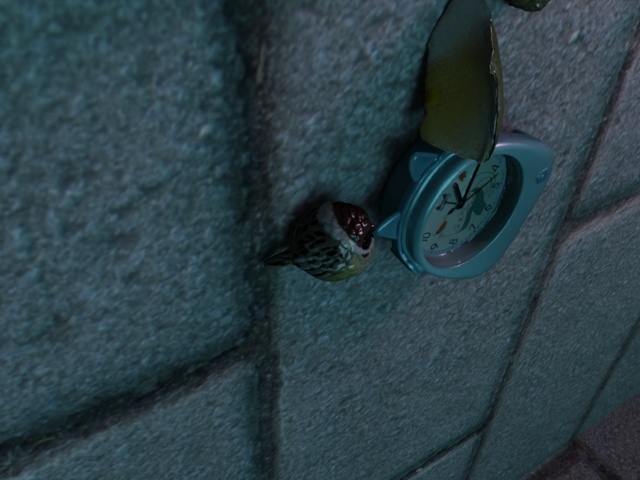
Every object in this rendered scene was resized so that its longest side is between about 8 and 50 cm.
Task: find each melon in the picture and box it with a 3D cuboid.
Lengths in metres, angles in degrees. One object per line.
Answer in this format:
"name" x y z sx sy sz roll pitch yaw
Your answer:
"melon" 0.172 -0.192 0.677 0.139 0.093 0.202 -21 110 -63

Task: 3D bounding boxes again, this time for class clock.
"clock" 0.183 -0.059 0.777 0.274 0.094 0.223 5 119 -40

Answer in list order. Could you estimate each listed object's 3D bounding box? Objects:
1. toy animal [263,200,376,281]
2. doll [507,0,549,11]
"toy animal" 0.000 0.000 0.680 0.137 0.098 0.098 -6 130 -9
"doll" 0.309 -0.394 0.609 0.203 0.091 0.285 -11 132 -21
